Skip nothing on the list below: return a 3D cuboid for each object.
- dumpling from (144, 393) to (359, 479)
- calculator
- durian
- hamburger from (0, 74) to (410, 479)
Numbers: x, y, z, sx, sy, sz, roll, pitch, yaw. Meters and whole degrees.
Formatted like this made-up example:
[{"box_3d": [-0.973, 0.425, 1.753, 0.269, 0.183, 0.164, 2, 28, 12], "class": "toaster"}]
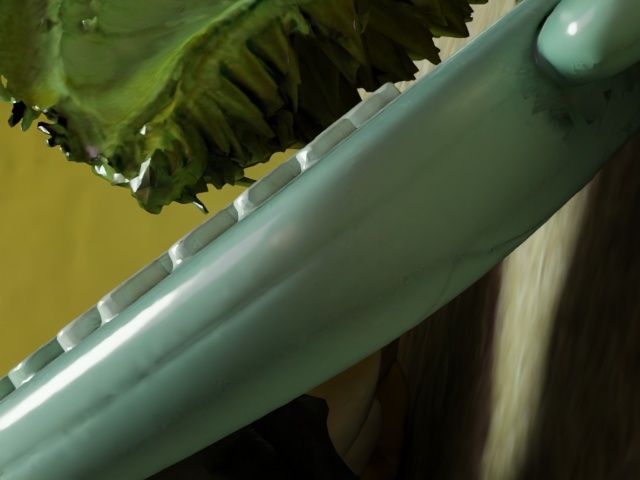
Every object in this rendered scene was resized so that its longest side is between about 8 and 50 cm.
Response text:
[{"box_3d": [-0.024, 0.172, 0.520, 0.204, 0.163, 0.293, 62, -157, -25], "class": "dumpling"}, {"box_3d": [0.000, 0.000, 0.483, 0.295, 0.042, 0.184, -34, 4, 42], "class": "calculator"}, {"box_3d": [-0.007, -0.158, 0.688, 0.163, 0.198, 0.394, 121, 170, -50], "class": "durian"}, {"box_3d": [-0.088, 0.072, 0.772, 0.276, 0.276, 0.237, -83, -19, -45], "class": "hamburger"}]
